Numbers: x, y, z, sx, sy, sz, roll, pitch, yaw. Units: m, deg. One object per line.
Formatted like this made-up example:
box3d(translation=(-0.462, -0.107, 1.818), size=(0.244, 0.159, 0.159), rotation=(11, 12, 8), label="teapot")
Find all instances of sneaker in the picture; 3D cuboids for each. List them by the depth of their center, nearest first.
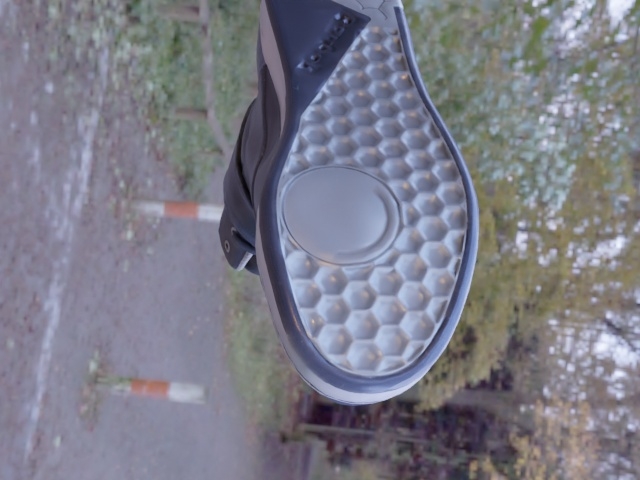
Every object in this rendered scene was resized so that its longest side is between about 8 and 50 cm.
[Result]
box3d(translation=(0.002, 0.000, 0.432), size=(0.163, 0.086, 0.226), rotation=(107, -16, -50), label="sneaker")
